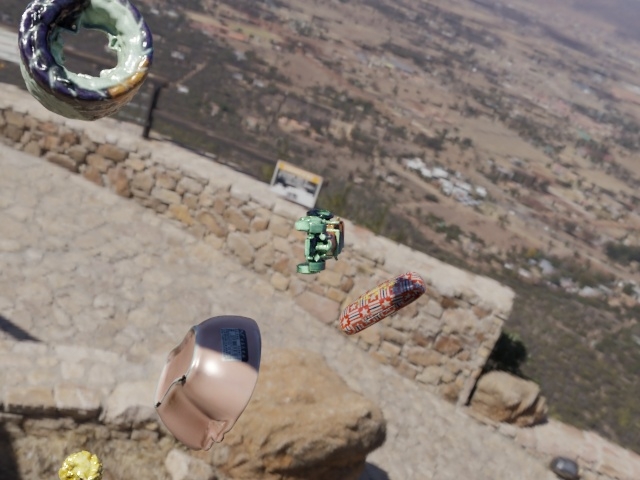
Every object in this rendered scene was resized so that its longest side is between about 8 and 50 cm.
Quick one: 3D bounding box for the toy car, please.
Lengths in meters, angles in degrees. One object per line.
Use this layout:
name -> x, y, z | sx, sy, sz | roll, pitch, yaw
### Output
toy car -> 0.000, 0.000, 1.010 | 0.054, 0.073, 0.143 | 3, 7, 5

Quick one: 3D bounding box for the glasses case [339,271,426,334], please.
glasses case -> 0.121, 0.122, 1.613 | 0.049, 0.194, 0.073 | 51, 15, -28

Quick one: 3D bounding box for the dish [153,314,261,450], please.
dish -> -0.174, 0.196, 1.150 | 0.090, 0.213, 0.213 | 26, 21, -22

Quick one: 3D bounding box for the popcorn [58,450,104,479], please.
popcorn -> -0.454, 0.444, 1.510 | 0.082, 0.057, 0.083 | -14, 60, -38

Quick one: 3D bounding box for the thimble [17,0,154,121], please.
thimble -> -0.413, -0.337, 1.391 | 0.237, 0.237, 0.150 | 10, -11, -20
